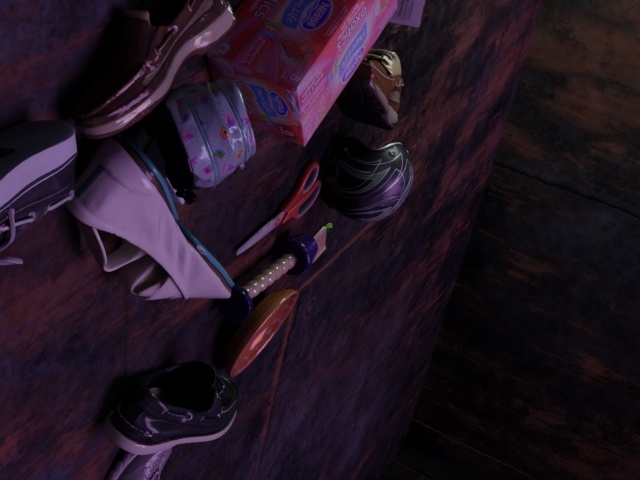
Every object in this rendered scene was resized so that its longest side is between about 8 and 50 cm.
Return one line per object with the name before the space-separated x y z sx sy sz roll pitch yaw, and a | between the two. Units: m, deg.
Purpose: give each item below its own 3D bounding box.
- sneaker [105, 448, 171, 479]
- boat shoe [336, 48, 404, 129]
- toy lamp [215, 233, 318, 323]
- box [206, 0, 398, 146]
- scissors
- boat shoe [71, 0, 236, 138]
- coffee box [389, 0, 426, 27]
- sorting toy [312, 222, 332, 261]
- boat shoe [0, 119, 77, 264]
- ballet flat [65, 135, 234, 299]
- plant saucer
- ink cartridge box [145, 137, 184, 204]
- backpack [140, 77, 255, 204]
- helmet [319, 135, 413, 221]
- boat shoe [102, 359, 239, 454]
sneaker | -0.306 0.455 1.831 0.281 0.115 0.105 -63 162 -9
boat shoe | 0.087 -0.291 2.033 0.324 0.122 0.120 31 78 -81
toy lamp | -0.087 0.058 2.021 0.274 0.080 0.080 -38 148 -56
box | -0.018 -0.306 1.624 0.300 0.154 0.142 -58 161 -25
scissors | -0.072 -0.035 2.033 0.297 0.021 0.109 -54 161 -38
boat shoe | -0.209 -0.228 1.312 0.257 0.095 0.095 -52 134 -31
coffee box | 0.131 -0.511 1.757 0.168 0.119 0.297 -88 -171 -57
sorting toy | 0.000 0.000 2.303 0.083 0.012 0.062 -47 150 -38
boat shoe | -0.343 -0.025 1.110 0.306 0.113 0.105 -54 146 -60
ballet flat | -0.231 0.002 1.488 0.139 0.139 0.400 -61 158 -17
plant saucer | -0.115 0.164 2.077 0.200 0.037 0.200 -51 172 -11
ink cartridge box | -0.188 -0.122 1.531 0.122 0.052 0.088 -60 162 -15
backpack | -0.148 -0.133 1.364 0.115 0.152 0.182 -29 -173 -10
helmet | 0.095 -0.118 2.170 0.169 0.161 0.169 20 90 -74
boat shoe | -0.215 0.249 1.817 0.113 0.127 0.340 -59 156 17
